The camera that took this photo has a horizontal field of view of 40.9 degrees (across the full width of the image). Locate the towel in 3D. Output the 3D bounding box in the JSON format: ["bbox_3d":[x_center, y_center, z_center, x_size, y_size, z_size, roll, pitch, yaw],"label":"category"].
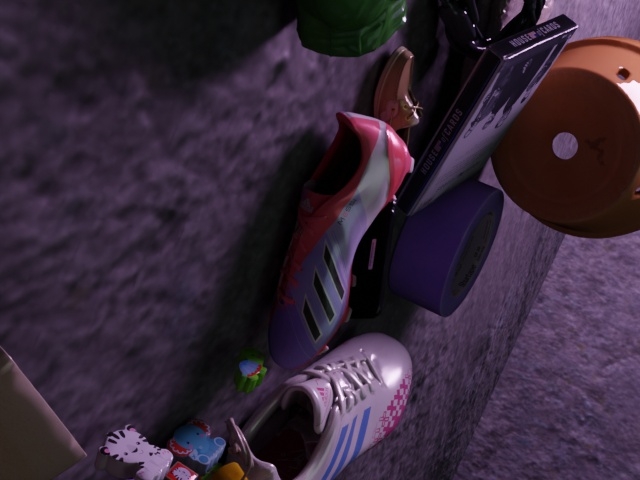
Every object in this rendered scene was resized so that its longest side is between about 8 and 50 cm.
[{"bbox_3d":[0.240,-0.299,1.043,0.187,0.049,0.282,-45,150,-42],"label":"towel"}]

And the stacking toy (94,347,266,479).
[{"bbox_3d":[-0.129,0.196,0.730,0.221,0.052,0.167,-37,153,-59],"label":"stacking toy"}]

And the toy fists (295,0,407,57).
[{"bbox_3d":[0.072,-0.261,0.641,0.279,0.096,0.142,-50,153,-30],"label":"toy fists"}]

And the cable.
[{"bbox_3d":[0.191,-0.271,0.918,0.151,0.047,0.184,-52,145,1],"label":"cable"}]

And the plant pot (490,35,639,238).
[{"bbox_3d":[0.359,-0.136,1.176,0.203,0.290,0.291,-15,127,-57],"label":"plant pot"}]

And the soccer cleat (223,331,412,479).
[{"bbox_3d":[0.015,0.184,0.947,0.331,0.116,0.143,-41,151,-44],"label":"soccer cleat"}]

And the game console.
[{"bbox_3d":[0.044,0.025,0.867,0.071,0.107,0.122,23,70,-44],"label":"game console"}]

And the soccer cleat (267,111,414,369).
[{"bbox_3d":[0.000,0.000,0.798,0.095,0.083,0.248,24,95,-44],"label":"soccer cleat"}]

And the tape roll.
[{"bbox_3d":[0.173,0.004,1.169,0.189,0.080,0.189,-49,153,-36],"label":"tape roll"}]

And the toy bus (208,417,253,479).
[{"bbox_3d":[-0.082,0.279,0.719,0.104,0.202,0.191,-23,160,-19],"label":"toy bus"}]

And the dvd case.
[{"bbox_3d":[0.192,-0.145,1.010,0.179,0.029,0.239,-31,158,-43],"label":"dvd case"}]

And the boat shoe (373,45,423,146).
[{"bbox_3d":[0.079,-0.126,0.863,0.050,0.045,0.135,-39,147,-48],"label":"boat shoe"}]

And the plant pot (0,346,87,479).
[{"bbox_3d":[-0.193,0.079,0.401,0.096,0.109,0.109,-41,150,-21],"label":"plant pot"}]
